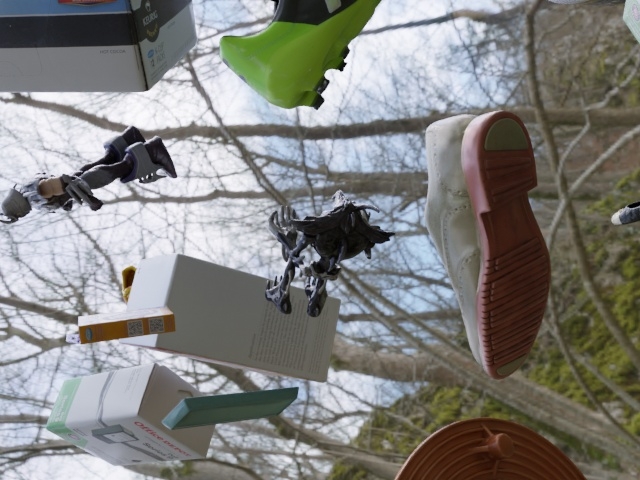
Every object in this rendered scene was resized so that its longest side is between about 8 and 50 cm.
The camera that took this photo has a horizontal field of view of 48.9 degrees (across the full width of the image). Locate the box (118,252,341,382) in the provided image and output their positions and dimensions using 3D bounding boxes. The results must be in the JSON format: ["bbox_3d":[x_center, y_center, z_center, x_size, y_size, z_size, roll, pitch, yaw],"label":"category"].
[{"bbox_3d":[-0.170,0.153,1.339,0.345,0.215,0.168,19,-105,-29],"label":"box"}]

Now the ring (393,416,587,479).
[{"bbox_3d":[0.176,0.312,0.578,0.337,0.032,0.336,18,-124,-30],"label":"ring"}]

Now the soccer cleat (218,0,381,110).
[{"bbox_3d":[0.010,-0.157,0.411,0.072,0.060,0.178,34,-105,1],"label":"soccer cleat"}]

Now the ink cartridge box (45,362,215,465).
[{"bbox_3d":[-0.392,0.372,1.482,0.211,0.289,0.121,46,-138,-36],"label":"ink cartridge box"}]

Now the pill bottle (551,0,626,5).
[{"bbox_3d":[0.402,-0.407,0.984,0.265,0.153,0.153,-18,-81,-45],"label":"pill bottle"}]

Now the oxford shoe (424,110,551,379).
[{"bbox_3d":[0.235,0.008,1.031,0.141,0.147,0.396,-16,-73,-33],"label":"oxford shoe"}]

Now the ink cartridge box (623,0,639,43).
[{"bbox_3d":[0.382,-0.273,0.696,0.212,0.093,0.154,72,-173,-53],"label":"ink cartridge box"}]

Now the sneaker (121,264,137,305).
[{"bbox_3d":[-0.372,0.131,1.420,0.175,0.064,0.067,65,-173,31],"label":"sneaker"}]

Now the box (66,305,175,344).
[{"bbox_3d":[-0.266,0.112,0.935,0.136,0.081,0.028,-4,-86,-19],"label":"box"}]

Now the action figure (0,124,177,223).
[{"bbox_3d":[-0.382,-0.093,1.132,0.285,0.185,0.099,-31,-63,-34],"label":"action figure"}]

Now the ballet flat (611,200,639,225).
[{"bbox_3d":[0.560,-0.076,1.178,0.049,0.173,0.057,50,-135,-1],"label":"ballet flat"}]

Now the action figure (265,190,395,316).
[{"bbox_3d":[0.000,0.000,1.062,0.164,0.275,0.140,3,-128,-24],"label":"action figure"}]

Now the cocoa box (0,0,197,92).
[{"bbox_3d":[-0.366,-0.332,0.903,0.231,0.347,0.227,-75,-16,-58],"label":"cocoa box"}]

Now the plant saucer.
[{"bbox_3d":[-0.115,0.227,0.954,0.192,0.067,0.018,6,-132,-42],"label":"plant saucer"}]
